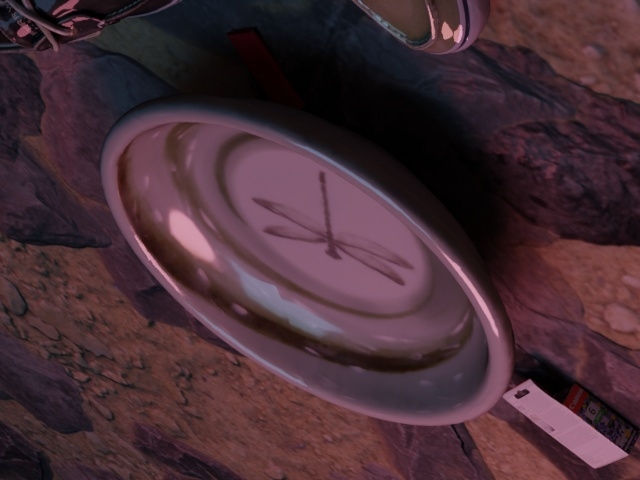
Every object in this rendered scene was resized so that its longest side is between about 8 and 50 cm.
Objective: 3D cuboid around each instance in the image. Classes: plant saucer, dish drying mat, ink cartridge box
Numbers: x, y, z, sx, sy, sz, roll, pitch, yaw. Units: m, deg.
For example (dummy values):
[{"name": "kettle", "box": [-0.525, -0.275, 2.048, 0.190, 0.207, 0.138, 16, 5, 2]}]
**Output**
[{"name": "plant saucer", "box": [0.000, 0.000, 1.254, 0.400, 0.101, 0.400, 25, 151, 15]}, {"name": "dish drying mat", "box": [-0.044, -0.139, 1.188, 0.032, 0.008, 0.083, 3, 138, 45]}, {"name": "ink cartridge box", "box": [0.228, 0.159, 1.332, 0.115, 0.029, 0.063, 38, 152, -4]}]

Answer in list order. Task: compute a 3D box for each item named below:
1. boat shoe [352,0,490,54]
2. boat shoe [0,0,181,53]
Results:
[{"name": "boat shoe", "box": [-0.003, -0.224, 0.927, 0.109, 0.094, 0.302, -7, 131, 51]}, {"name": "boat shoe", "box": [-0.211, -0.198, 1.157, 0.335, 0.119, 0.121, -5, 132, 50]}]
